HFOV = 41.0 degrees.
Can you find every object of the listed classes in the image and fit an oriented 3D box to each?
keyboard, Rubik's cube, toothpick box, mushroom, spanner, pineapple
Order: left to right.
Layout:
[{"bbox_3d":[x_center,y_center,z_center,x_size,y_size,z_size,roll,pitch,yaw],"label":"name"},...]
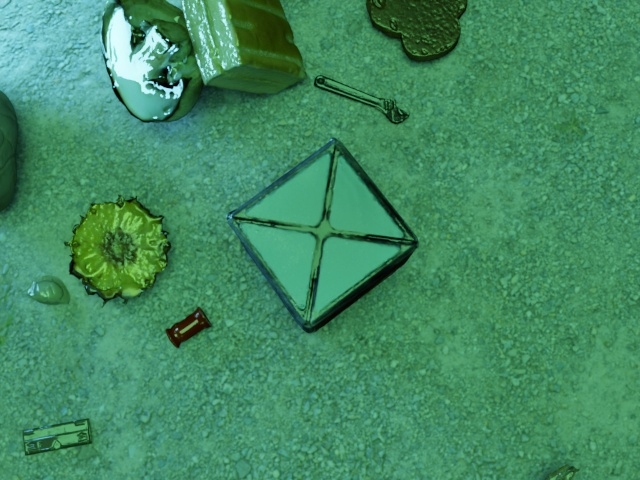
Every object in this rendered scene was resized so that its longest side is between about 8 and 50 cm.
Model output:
[{"bbox_3d":[-0.504,0.376,1.642,0.129,0.015,0.049,-11,76,-2],"label":"keyboard"},{"bbox_3d":[-0.387,0.018,1.667,0.224,0.076,0.225,0,82,3],"label":"pineapple"},{"bbox_3d":[-0.307,-0.353,1.681,0.267,0.164,0.190,43,126,22],"label":"mushroom"},{"bbox_3d":[-0.257,0.169,1.658,0.083,0.047,0.047,-33,82,-4],"label":"toothpick box"},{"bbox_3d":[0.000,0.000,1.581,0.259,0.255,0.260,-39,83,-7],"label":"Rubik's cube"},{"bbox_3d":[0.083,-0.290,1.750,0.208,0.012,0.046,22,82,3],"label":"spanner"}]

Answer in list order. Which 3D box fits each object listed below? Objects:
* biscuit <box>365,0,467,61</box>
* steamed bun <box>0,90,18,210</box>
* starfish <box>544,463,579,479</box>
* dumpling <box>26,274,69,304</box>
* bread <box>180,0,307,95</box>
[{"bbox_3d":[0.194,-0.506,1.770,0.208,0.041,0.290,-14,80,-3],"label":"biscuit"},{"bbox_3d":[-0.724,-0.239,1.621,0.383,0.247,0.236,35,85,6],"label":"steamed bun"},{"bbox_3d":[0.240,0.565,1.559,0.398,0.132,0.384,10,88,-12],"label":"starfish"},{"bbox_3d":[-0.531,0.096,1.674,0.077,0.043,0.059,6,59,4],"label":"dumpling"},{"bbox_3d":[-0.149,-0.414,1.661,0.111,0.246,0.239,-21,81,29],"label":"bread"}]
